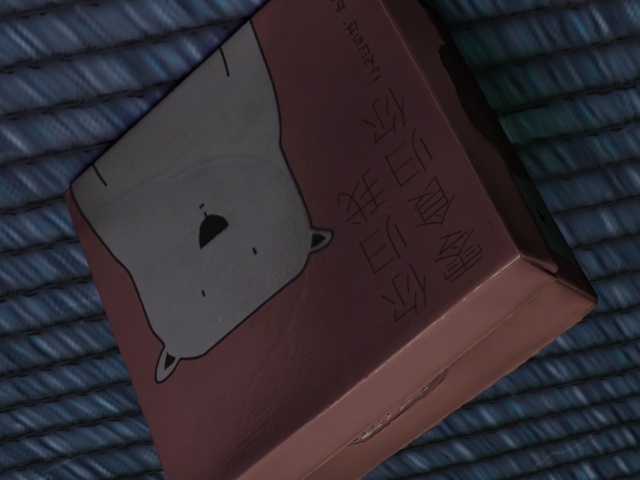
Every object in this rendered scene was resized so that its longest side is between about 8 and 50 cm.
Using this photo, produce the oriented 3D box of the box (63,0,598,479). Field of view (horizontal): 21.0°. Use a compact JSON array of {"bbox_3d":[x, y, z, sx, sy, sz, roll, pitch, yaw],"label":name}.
[{"bbox_3d":[0.000,0.000,0.833,0.215,0.215,0.086,-40,143,21],"label":"box"}]
